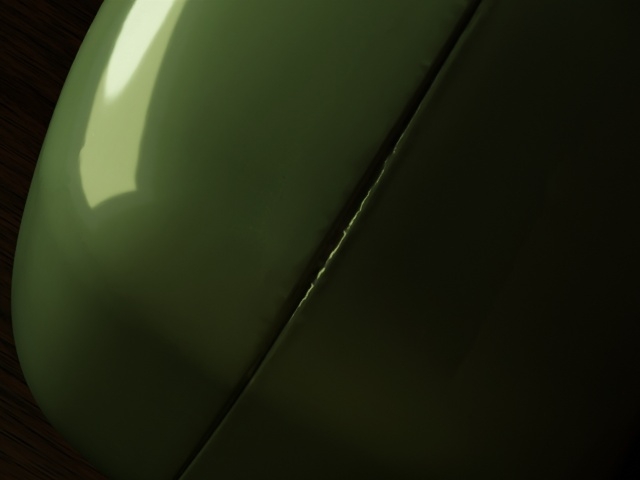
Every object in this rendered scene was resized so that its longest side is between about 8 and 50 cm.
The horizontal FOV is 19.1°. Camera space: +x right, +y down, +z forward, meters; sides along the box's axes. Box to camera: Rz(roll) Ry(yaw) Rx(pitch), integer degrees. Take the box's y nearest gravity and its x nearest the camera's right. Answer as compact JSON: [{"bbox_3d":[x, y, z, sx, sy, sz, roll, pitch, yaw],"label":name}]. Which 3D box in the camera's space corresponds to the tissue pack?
[{"bbox_3d":[0.000,0.000,0.722,0.229,0.236,0.333,-60,1,-18],"label":"tissue pack"}]
